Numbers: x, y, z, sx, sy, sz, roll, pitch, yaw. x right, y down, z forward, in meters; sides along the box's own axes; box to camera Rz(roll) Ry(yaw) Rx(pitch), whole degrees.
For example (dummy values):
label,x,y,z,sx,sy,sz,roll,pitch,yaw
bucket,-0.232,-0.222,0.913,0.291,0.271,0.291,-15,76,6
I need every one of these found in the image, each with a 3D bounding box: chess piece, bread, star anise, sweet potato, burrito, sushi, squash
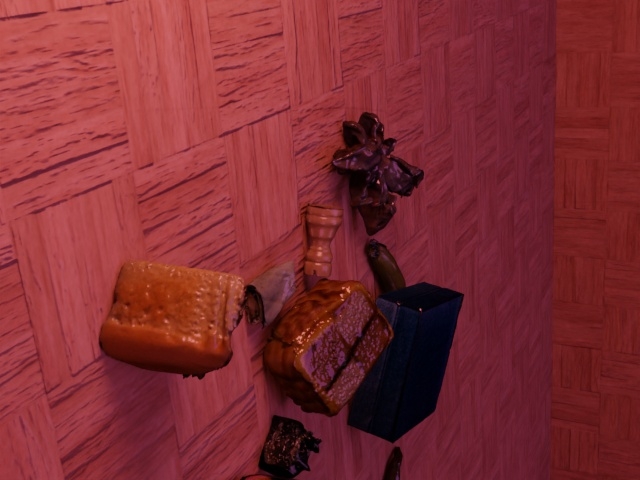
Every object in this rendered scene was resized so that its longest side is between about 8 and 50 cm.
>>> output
label,x,y,z,sx,sy,sz,roll,pitch,yaw
chess piece,0.000,0.000,1.420,0.066,0.066,0.122,-4,104,-63
bread,-0.162,0.104,1.046,0.160,0.169,0.140,57,42,-71
bread,0.018,0.173,1.383,0.222,0.096,0.182,-49,123,-33
star anise,0.107,-0.133,1.551,0.258,0.110,0.199,56,46,-42
sweet potato,0.164,0.536,1.861,0.041,0.038,0.153,96,4,-62
burrito,-0.075,0.080,1.300,0.118,0.044,0.074,-42,128,-50
sushi,-0.050,0.343,1.353,0.083,0.084,0.056,-59,143,-38
squash,0.139,0.062,1.714,0.183,0.052,0.052,61,42,-43

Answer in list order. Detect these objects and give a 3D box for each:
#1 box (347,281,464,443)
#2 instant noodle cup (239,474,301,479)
label,x,y,z,sx,sy,sz,roll,pitch,yaw
box,0.182,0.242,1.718,0.261,0.116,0.279,-6,112,-61
instant noodle cup,-0.046,0.518,1.268,0.244,0.243,0.255,24,81,-62
